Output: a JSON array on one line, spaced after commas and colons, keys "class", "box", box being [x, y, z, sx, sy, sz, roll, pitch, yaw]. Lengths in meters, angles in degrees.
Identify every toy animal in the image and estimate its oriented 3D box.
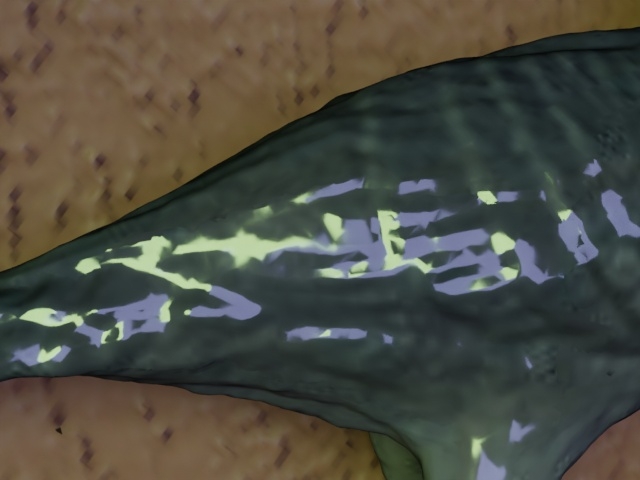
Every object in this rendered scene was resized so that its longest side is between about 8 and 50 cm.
[{"class": "toy animal", "box": [0.027, 0.025, 0.367, 0.367, 0.081, 0.205, -25, 105, -13]}]
